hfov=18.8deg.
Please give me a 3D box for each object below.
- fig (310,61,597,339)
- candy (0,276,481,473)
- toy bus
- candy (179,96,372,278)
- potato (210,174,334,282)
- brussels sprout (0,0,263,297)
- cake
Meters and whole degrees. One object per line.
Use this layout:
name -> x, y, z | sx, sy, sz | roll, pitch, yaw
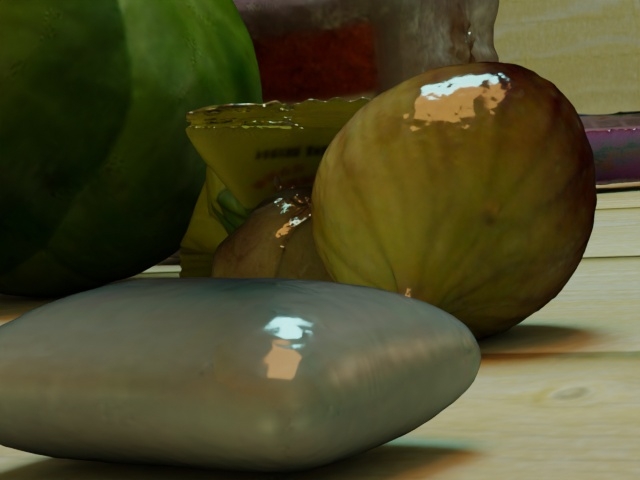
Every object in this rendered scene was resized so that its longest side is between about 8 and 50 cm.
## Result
fig -> 0.049, -0.008, 1.011 | 0.160, 0.143, 0.231 | -39, -10, 36
candy -> -0.042, 0.050, 0.743 | 0.174, 0.071, 0.138 | -1, 5, 34
toy bus -> 0.386, -0.105, 2.206 | 0.274, 0.090, 0.112 | -4, 11, -5
candy -> -0.004, -0.032, 1.302 | 0.187, 0.081, 0.297 | 1, -22, -7
potato -> 0.000, 0.000, 1.221 | 0.172, 0.089, 0.101 | -10, 5, -40
brussels sprout -> -0.226, -0.120, 1.424 | 0.289, 0.354, 0.281 | -30, 13, 37
cake -> -0.010, -0.108, 1.670 | 0.309, 0.237, 0.230 | -3, 4, 30
